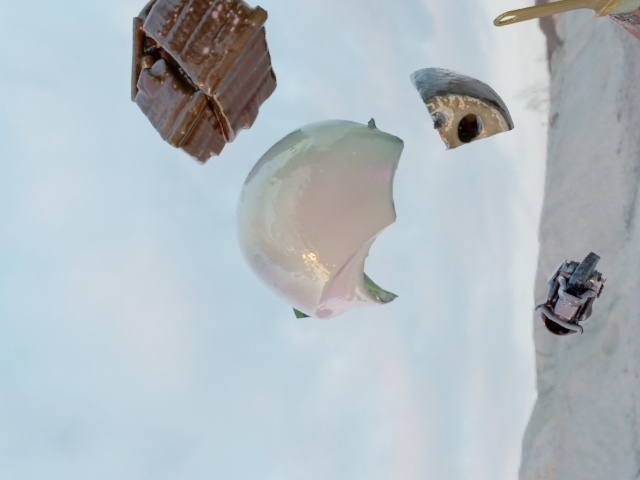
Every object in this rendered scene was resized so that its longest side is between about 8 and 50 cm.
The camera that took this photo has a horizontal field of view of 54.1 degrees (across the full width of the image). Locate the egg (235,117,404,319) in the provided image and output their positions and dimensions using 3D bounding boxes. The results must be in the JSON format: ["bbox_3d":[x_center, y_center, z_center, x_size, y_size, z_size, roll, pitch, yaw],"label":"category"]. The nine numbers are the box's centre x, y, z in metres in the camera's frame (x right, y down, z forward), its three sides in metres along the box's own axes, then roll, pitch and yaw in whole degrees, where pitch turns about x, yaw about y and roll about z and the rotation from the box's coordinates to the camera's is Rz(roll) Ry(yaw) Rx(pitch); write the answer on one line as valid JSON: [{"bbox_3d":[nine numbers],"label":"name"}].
[{"bbox_3d":[-0.016,-0.004,0.731,0.162,0.206,0.271,-43,-28,-41],"label":"egg"}]

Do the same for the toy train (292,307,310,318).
[{"bbox_3d":[-0.055,0.054,1.239,0.044,0.042,0.209,-49,-55,-54],"label":"toy train"}]

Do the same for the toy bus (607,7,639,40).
[{"bbox_3d":[0.652,-0.484,1.275,0.409,0.093,0.092,1,-82,-45],"label":"toy bus"}]

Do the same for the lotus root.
[{"bbox_3d":[0.284,-0.273,1.263,0.210,0.142,0.314,58,-166,-15],"label":"lotus root"}]

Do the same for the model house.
[{"bbox_3d":[-0.169,-0.234,0.848,0.199,0.229,0.219,-44,-64,-3],"label":"model house"}]

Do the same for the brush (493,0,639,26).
[{"bbox_3d":[0.295,-0.273,0.726,0.083,0.205,0.011,119,138,-79],"label":"brush"}]

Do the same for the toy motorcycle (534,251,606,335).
[{"bbox_3d":[0.396,0.087,0.995,0.122,0.082,0.213,-64,-22,-5],"label":"toy motorcycle"}]
